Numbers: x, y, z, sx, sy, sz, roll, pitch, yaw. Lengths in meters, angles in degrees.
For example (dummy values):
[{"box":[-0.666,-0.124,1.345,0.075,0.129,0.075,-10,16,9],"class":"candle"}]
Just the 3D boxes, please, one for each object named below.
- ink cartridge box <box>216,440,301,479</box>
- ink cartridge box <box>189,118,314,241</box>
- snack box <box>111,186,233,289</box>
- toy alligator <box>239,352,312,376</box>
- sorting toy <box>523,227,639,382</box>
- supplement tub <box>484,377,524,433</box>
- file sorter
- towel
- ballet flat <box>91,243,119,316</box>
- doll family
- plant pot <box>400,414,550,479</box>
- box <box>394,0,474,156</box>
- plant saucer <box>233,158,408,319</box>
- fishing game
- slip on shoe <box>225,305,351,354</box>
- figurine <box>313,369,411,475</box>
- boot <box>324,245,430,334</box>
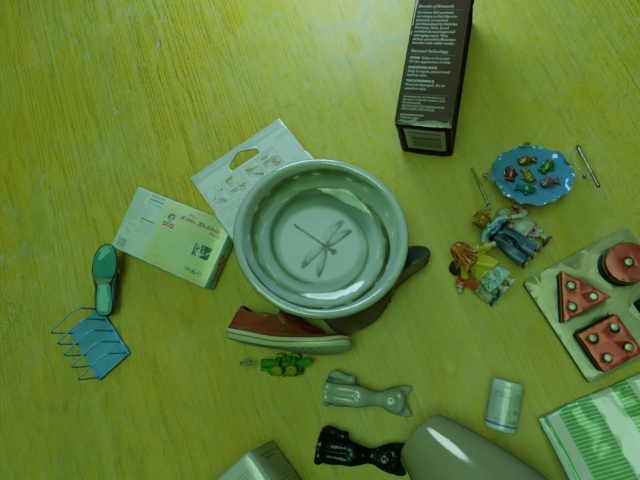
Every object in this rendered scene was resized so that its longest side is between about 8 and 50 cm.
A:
[{"box":[-0.116,0.711,1.149,0.285,0.166,0.395,-43,71,4],"class":"ink cartridge box"},{"box":[-0.146,-0.137,1.346,0.296,0.066,0.261,-36,73,-8],"class":"ink cartridge box"},{"box":[-0.402,-0.009,1.421,0.322,0.060,0.187,21,84,17],"class":"snack box"},{"box":[-0.108,0.319,1.288,0.190,0.056,0.051,-6,118,13],"class":"toy alligator"},{"box":[0.627,0.134,1.108,0.257,0.089,0.255,-31,73,7],"class":"sorting toy"},{"box":[0.405,0.363,1.131,0.071,0.071,0.107,10,81,16],"class":"supplement tub"},{"box":[-0.632,0.279,1.402,0.118,0.104,0.170,-41,72,3],"class":"file sorter"},{"box":[0.654,0.415,1.047,0.325,0.038,0.247,-27,59,9],"class":"towel"},{"box":[-0.601,0.111,1.442,0.074,0.074,0.203,1,89,15],"class":"ballet flat"},{"box":[0.398,0.015,1.176,0.163,0.118,0.263,41,92,18],"class":"doll family"},{"box":[0.306,0.504,1.057,0.256,0.256,0.274,-48,56,2],"class":"plant pot"},{"box":[0.283,-0.421,1.255,0.143,0.191,0.381,10,81,16],"class":"box"},{"box":[0.000,0.000,1.207,0.401,0.100,0.400,1,66,-3],"class":"plant saucer"},{"box":[0.495,-0.163,1.196,0.264,0.041,0.189,-9,53,7],"class":"fishing game"},{"box":[-0.081,0.218,1.259,0.332,0.123,0.101,4,70,26],"class":"slip on shoe"},{"box":[0.105,0.426,1.198,0.210,0.092,0.214,7,80,8],"class":"figurine"},{"box":[0.140,0.118,1.251,0.305,0.112,0.115,-30,111,-1],"class":"boot"}]
